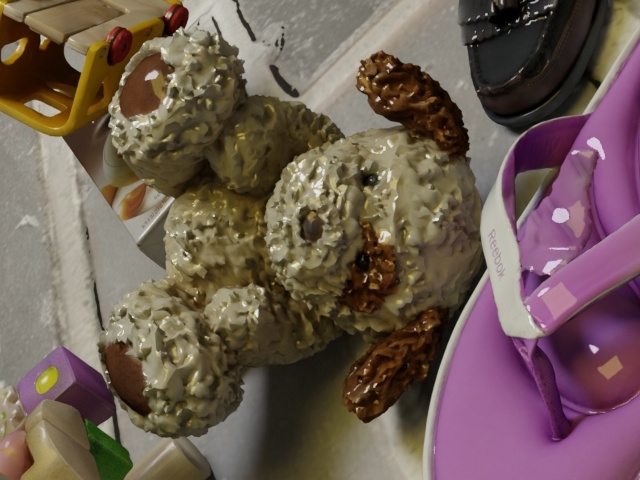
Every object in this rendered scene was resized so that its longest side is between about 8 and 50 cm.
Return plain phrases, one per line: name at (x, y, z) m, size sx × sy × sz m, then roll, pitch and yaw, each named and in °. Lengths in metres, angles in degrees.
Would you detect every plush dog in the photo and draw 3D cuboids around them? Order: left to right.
plush dog at (0.000, 0.000, 0.757) m, size 0.225 × 0.210 × 0.262 m, roll 1°, pitch 85°, yaw 32°

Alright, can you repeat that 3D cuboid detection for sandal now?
sandal at (0.151, -0.023, 0.622) m, size 0.169 × 0.102 × 0.416 m, roll 1°, pitch 56°, yaw 51°

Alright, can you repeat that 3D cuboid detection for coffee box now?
coffee box at (-0.114, -0.072, 0.978) m, size 0.141 × 0.098 × 0.246 m, roll -49°, pitch 35°, yaw 1°

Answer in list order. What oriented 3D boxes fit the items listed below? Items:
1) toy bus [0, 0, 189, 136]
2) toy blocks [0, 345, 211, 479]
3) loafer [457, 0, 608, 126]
toy bus at (-0.186, -0.155, 0.949) m, size 0.191 × 0.202 × 0.104 m, roll 57°, pitch 132°, yaw 47°
toy blocks at (-0.216, 0.210, 0.660) m, size 0.260 × 0.309 × 0.288 m, roll -42°, pitch 35°, yaw 4°
loafer at (0.143, -0.221, 0.824) m, size 0.109 × 0.095 × 0.302 m, roll -13°, pitch 50°, yaw 42°
